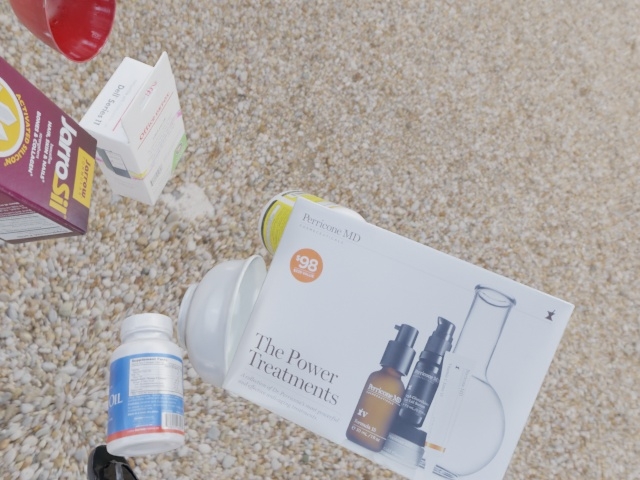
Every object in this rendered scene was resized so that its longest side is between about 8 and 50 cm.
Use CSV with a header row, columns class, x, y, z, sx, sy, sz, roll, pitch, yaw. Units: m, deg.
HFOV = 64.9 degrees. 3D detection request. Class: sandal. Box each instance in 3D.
class,x,y,z,sx,sy,sz,roll,pitch,yaw
sandal,-0.366,0.498,0.969,0.054,0.097,0.254,-47,61,7

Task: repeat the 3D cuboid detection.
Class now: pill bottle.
class,x,y,z,sx,sy,sz,roll,pitch,yaw
pill bottle,-0.302,0.247,0.877,0.124,0.124,0.222,5,55,-25
pill bottle,0.000,0.000,1.190,0.187,0.334,0.188,-10,110,-29

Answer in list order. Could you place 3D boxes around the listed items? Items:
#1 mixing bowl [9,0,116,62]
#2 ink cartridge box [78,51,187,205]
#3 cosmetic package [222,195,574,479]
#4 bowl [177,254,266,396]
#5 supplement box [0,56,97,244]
class,x,y,z,sx,sy,sz,roll,pitch,yaw
mixing bowl,-0.402,-0.375,0.766,0.098,0.181,0.182,16,65,4
ink cartridge box,-0.414,-0.255,1.138,0.119,0.353,0.207,21,65,1
cosmetic package,0.093,0.140,0.683,0.376,0.097,0.285,22,90,10
bowl,-0.211,0.169,1.059,0.133,0.298,0.298,6,68,6
supplement box,-0.268,-0.077,0.395,0.080,0.188,0.104,-6,71,8
